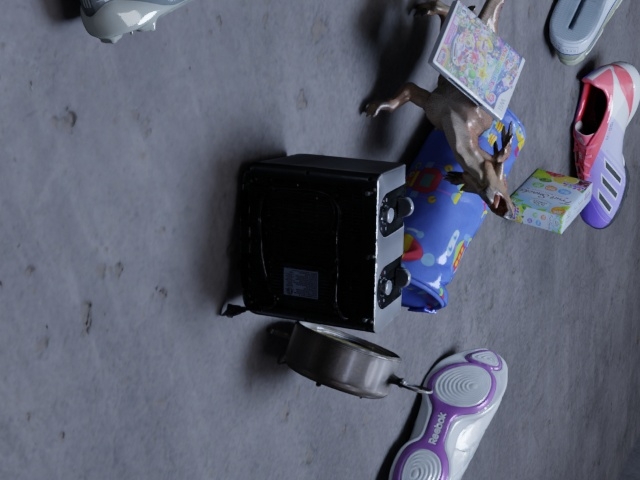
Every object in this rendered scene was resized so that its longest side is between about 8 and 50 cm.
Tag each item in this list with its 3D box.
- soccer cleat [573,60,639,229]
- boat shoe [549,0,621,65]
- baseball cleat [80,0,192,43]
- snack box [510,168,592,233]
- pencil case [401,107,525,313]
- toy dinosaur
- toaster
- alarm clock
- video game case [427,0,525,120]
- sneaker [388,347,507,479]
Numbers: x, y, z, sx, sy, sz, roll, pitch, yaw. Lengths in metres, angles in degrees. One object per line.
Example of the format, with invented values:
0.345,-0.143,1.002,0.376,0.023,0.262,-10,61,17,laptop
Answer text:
0.496,-0.164,2.284,0.116,0.109,0.318,-16,122,-37,soccer cleat
0.451,-0.423,2.056,0.302,0.109,0.094,-58,166,-12,boat shoe
-0.126,-0.240,1.045,0.206,0.072,0.109,-48,137,-48,baseball cleat
0.377,-0.066,2.083,0.141,0.100,0.037,-40,138,-48,snack box
0.164,-0.043,1.657,0.133,0.119,0.306,47,61,-40,pencil case
0.190,-0.178,1.551,0.200,0.127,0.295,38,64,-31,toy dinosaur
0.000,0.000,1.321,0.110,0.186,0.168,-22,115,-61,toaster
0.040,0.144,1.441,0.129,0.192,0.064,17,90,-63,alarm clock
0.181,-0.206,1.455,0.122,0.011,0.087,35,67,-30,video game case
0.186,0.297,1.935,0.305,0.114,0.152,-55,162,-26,sneaker
